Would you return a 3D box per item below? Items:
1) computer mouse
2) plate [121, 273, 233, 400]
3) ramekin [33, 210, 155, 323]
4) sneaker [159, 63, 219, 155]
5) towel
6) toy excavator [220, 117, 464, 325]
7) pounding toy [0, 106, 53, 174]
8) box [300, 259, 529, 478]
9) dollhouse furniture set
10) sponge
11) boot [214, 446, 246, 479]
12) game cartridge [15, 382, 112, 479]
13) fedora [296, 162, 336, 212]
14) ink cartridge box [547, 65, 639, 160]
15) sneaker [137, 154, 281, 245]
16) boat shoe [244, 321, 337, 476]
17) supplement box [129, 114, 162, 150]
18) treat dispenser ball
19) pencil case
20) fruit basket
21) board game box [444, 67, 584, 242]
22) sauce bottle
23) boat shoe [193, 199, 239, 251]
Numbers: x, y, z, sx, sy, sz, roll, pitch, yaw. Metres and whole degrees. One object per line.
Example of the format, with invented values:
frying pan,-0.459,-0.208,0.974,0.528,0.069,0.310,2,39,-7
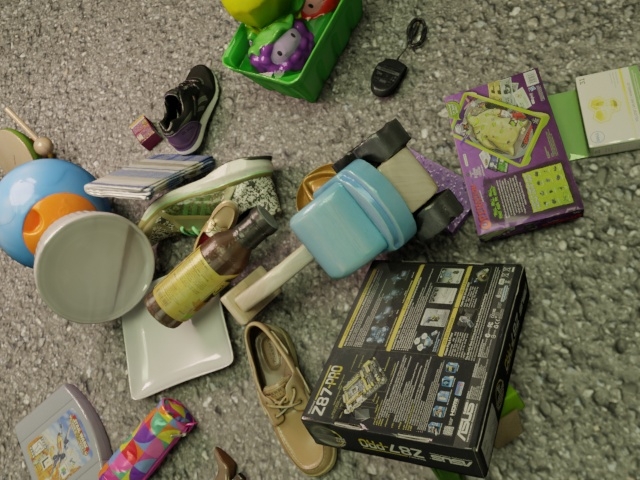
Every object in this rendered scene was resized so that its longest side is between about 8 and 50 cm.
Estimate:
computer mouse,0.196,-0.446,1.515,0.071,0.041,0.242,28,76,20
plate,-0.343,0.211,1.478,0.277,0.045,0.278,-22,63,12
ramekin,-0.544,0.053,1.465,0.127,0.273,0.273,24,80,51
sneaker,-0.353,-0.379,1.650,0.107,0.124,0.284,-5,61,21
towel,-0.423,-0.164,1.556,0.209,0.285,0.034,6,116,25
toy excavator,0.000,0.000,1.265,0.445,0.433,0.222,-38,94,-15
pounding toy,-0.856,-0.274,1.829,0.183,0.110,0.237,48,132,1
box,0.182,0.203,1.123,0.318,0.097,0.395,1,44,30
dollhouse furniture set,0.231,0.285,1.203,0.197,0.151,0.301,-31,37,-6
sponge,0.245,-0.110,1.366,0.210,0.031,0.117,36,86,29
boot,-0.210,0.512,1.314,0.118,0.042,0.087,38,96,36
game cartridge,-0.604,0.502,1.472,0.198,0.062,0.297,-42,61,7
fedora,0.020,-0.110,1.431,0.194,0.079,0.195,-8,67,20
ink cartridge box,0.546,-0.256,1.285,0.234,0.056,0.171,-8,68,17
sneaker,-0.271,-0.051,1.505,0.410,0.158,0.182,-27,80,16
boat shoe,-0.078,0.327,1.287,0.121,0.110,0.341,-34,62,7
supplement box,-0.489,-0.302,1.733,0.055,0.043,0.083,-39,60,4
treat dispenser ball,-0.689,-0.065,1.586,0.288,0.288,0.289,-8,68,20
pencil case,-0.383,0.460,1.372,0.236,0.104,0.104,-49,61,1
fruit basket,-0.095,-0.568,1.491,0.282,0.392,0.392,23,80,28
board game box,0.395,-0.182,1.291,0.208,0.056,0.347,-13,65,13
sauce bottle,-0.241,0.058,1.385,0.344,0.111,0.111,-40,61,13
boat shoe,-0.244,-0.018,1.436,0.063,0.059,0.170,30,116,-9
